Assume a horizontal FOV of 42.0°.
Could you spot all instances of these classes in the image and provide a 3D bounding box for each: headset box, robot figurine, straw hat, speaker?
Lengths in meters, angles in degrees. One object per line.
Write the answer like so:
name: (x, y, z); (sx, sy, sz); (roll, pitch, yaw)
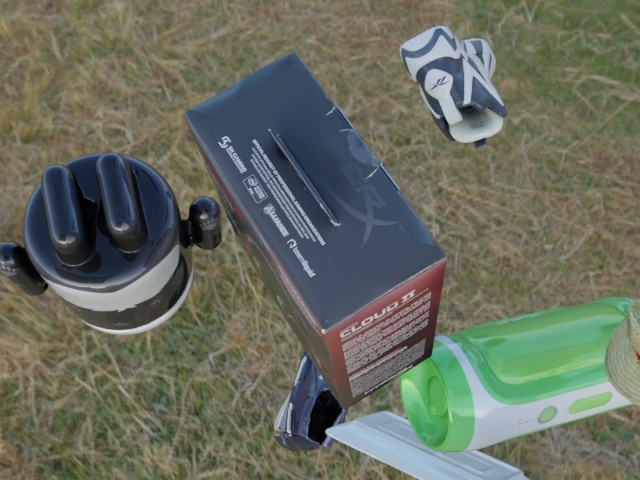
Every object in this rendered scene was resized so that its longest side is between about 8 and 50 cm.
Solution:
headset box: (0.000, 0.000, 0.717); (0.110, 0.293, 0.218); (-31, 69, -8)
robot figurine: (-0.239, 0.004, 0.963); (0.209, 0.278, 0.173); (22, 69, 8)
straw hat: (0.318, 0.085, 0.777); (0.144, 0.061, 0.144); (-33, 31, 23)
speaker: (0.241, 0.142, 0.913); (0.297, 0.131, 0.131); (-9, 50, -21)

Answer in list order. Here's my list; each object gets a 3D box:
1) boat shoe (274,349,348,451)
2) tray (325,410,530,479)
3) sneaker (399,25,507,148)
boat shoe: (0.027, 0.249, 1.613); (0.127, 0.158, 0.340); (24, 74, -16)
tray: (0.152, 0.286, 1.115); (0.270, 0.145, 0.030); (18, 99, 33)
sneaker: (0.198, -0.193, 1.126); (0.094, 0.235, 0.153); (-23, 82, 21)
